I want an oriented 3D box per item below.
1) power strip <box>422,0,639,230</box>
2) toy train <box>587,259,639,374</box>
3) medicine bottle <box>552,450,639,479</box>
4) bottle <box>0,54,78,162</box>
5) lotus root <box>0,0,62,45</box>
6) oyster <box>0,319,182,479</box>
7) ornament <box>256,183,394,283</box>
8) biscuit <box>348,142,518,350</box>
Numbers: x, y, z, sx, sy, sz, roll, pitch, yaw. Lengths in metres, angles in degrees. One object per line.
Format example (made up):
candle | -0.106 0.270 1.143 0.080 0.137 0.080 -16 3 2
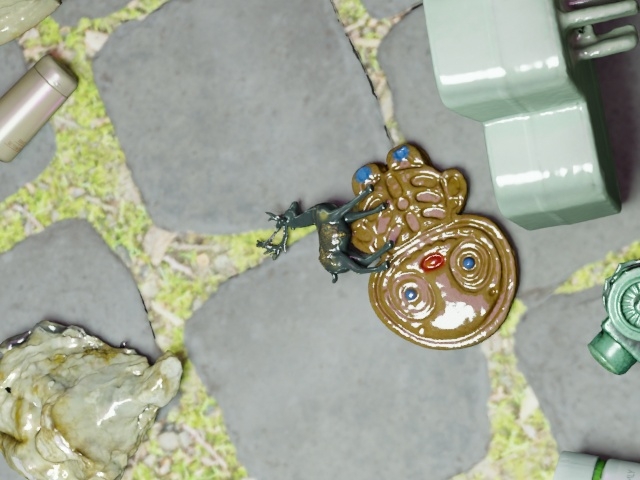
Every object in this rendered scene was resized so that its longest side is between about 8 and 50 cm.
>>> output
power strip | 0.174 -0.137 1.287 0.141 0.261 0.229 -11 82 15
toy train | 0.323 0.026 1.325 0.159 0.101 0.248 41 97 1
medicine bottle | 0.266 0.216 1.323 0.183 0.086 0.086 9 87 14
bottle | -0.253 -0.114 1.509 0.096 0.045 0.045 -45 76 5
lotus root | -0.323 -0.239 1.522 0.135 0.095 0.159 -31 118 15
oyster | -0.205 0.133 1.459 0.191 0.081 0.163 -32 74 6
ornament | 0.000 0.000 1.429 0.125 0.028 0.073 -12 85 30
biscuit | 0.086 0.007 1.419 0.124 0.026 0.175 -31 78 9
